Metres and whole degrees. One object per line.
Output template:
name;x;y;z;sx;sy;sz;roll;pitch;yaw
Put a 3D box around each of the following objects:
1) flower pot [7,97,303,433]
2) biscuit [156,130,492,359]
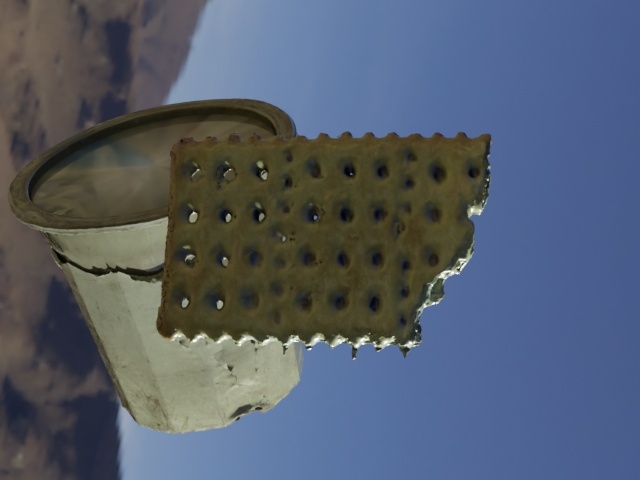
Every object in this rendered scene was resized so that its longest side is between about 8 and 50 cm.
flower pot;-0.100;0.026;1.026;0.212;0.212;0.202;-107;-176;-68
biscuit;0.000;0.000;0.857;0.016;0.203;0.144;60;33;-71
